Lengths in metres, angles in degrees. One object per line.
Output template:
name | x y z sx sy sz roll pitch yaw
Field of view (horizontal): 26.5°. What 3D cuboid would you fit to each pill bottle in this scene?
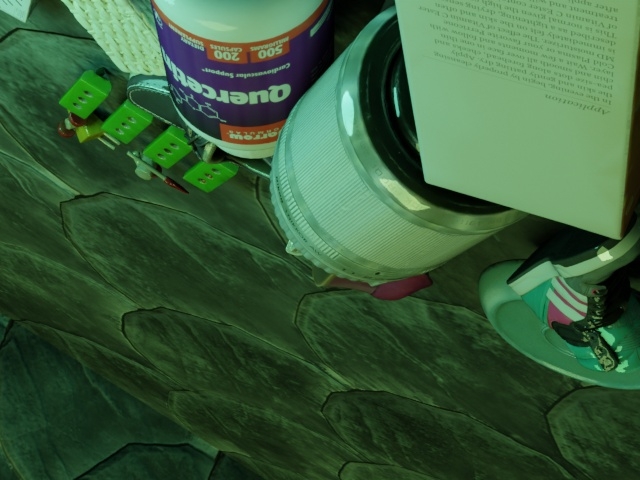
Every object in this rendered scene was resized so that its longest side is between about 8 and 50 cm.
pill bottle | -0.075 -0.211 1.397 0.182 0.181 0.323 22 158 10

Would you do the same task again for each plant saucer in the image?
plant saucer | 0.361 0.128 1.884 0.318 0.043 0.317 21 158 9

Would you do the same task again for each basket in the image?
basket | -0.204 -0.269 1.511 0.113 0.103 0.167 9 152 34

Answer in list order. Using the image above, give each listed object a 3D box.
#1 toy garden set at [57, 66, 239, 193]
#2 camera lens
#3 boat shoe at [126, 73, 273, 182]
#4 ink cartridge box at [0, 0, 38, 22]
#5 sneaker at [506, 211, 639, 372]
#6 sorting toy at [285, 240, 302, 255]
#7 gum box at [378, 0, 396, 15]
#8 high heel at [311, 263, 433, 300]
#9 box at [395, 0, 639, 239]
toy garden set | -0.249 -0.149 1.913 0.244 0.049 0.204 31 156 -17
camera lens | 0.086 -0.087 1.282 0.219 0.219 0.274 30 157 -10
boat shoe | -0.126 -0.141 1.730 0.285 0.092 0.103 23 158 7
ink cartridge box | -0.373 -0.339 1.614 0.097 0.046 0.207 28 158 -8
sneaker | 0.342 0.069 1.607 0.178 0.124 0.295 46 164 -1
sorting toy | 0.000 0.000 1.989 0.075 0.044 0.083 23 159 -12
gum box | 0.141 -0.178 1.396 0.107 0.062 0.188 11 154 31
high heel | 0.140 -0.018 1.765 0.181 0.127 0.377 3 163 -24
box | 0.172 -0.189 0.947 0.168 0.215 0.345 19 157 18
